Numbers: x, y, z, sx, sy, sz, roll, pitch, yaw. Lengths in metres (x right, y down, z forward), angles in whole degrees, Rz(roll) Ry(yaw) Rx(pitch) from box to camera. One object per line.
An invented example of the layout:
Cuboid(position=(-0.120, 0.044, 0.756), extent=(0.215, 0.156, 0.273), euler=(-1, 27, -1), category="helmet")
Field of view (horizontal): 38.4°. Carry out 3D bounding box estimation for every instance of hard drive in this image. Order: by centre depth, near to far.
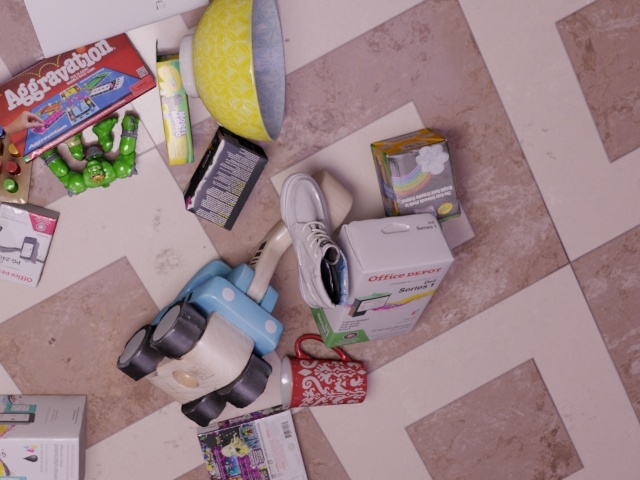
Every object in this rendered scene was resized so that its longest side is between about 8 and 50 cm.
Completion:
Cuboid(position=(-0.361, -0.453, 1.614), extent=(0.318, 0.040, 0.210), euler=(-22, 151, -13), category="hard drive")

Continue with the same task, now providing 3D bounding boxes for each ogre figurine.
Cuboid(position=(-0.430, -0.160, 1.755), extent=(0.197, 0.097, 0.118), euler=(-20, 92, -22), category="ogre figurine")

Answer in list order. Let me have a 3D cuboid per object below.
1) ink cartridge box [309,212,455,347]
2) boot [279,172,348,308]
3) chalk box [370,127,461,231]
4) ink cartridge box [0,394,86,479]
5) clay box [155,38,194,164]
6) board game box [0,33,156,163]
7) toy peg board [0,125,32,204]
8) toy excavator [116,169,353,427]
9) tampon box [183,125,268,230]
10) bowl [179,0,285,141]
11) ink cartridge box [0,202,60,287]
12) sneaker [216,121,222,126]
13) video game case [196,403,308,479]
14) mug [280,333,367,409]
Cuboid(position=(0.116, 0.082, 1.819), extent=(0.201, 0.117, 0.278), euler=(-7, 146, -23), category="ink cartridge box")
Cuboid(position=(0.000, 0.000, 1.684), extent=(0.095, 0.123, 0.259), euler=(-15, 97, -23), category="boot")
Cuboid(position=(0.197, -0.101, 1.864), extent=(0.132, 0.132, 0.213), euler=(-15, 110, -7), category="chalk box")
Cuboid(position=(-0.616, 0.438, 1.843), extent=(0.269, 0.197, 0.198), euler=(2, 106, -10), category="ink cartridge box")
Cuboid(position=(-0.276, -0.264, 1.729), extent=(0.053, 0.127, 0.222), euler=(-6, 108, -8), category="clay box")
Cuboid(position=(-0.462, -0.277, 1.700), extent=(0.281, 0.027, 0.145), euler=(-34, 94, -11), category="board game box")
Cuboid(position=(-0.620, -0.158, 1.700), extent=(0.161, 0.079, 0.161), euler=(7, 87, -13), category="toy peg board")
Cuboid(position=(-0.151, 0.093, 1.828), extent=(0.222, 0.445, 0.433), euler=(39, 138, -19), category="toy excavator")
Cuboid(position=(-0.188, -0.122, 1.791), extent=(0.101, 0.120, 0.161), euler=(27, 100, -17), category="tampon box")
Cuboid(position=(-0.166, -0.322, 1.672), extent=(0.155, 0.289, 0.290), euler=(-2, 108, 10), category="bowl")
Cuboid(position=(-0.584, 0.006, 1.789), extent=(0.109, 0.063, 0.151), euler=(17, 103, -15), category="ink cartridge box")
Cuboid(position=(-0.148, -0.233, 1.808), extent=(0.109, 0.040, 0.044), euler=(16, 101, -15), category="sneaker")
Cuboid(position=(-0.144, 0.492, 2.027), extent=(0.210, 0.042, 0.232), euler=(-15, 109, -5), category="video game case")
Cuboid(position=(0.009, 0.287, 1.959), extent=(0.169, 0.113, 0.150), euler=(3, 108, -14), category="mug")
